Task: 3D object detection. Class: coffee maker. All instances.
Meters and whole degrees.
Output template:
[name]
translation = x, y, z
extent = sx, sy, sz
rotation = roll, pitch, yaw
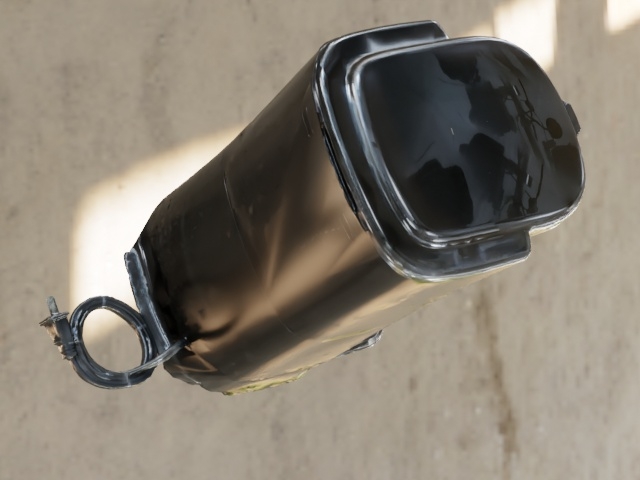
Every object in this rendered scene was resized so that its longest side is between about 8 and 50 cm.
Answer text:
[coffee maker]
translation = 0.000, 0.000, 0.606
extent = 0.120, 0.178, 0.171
rotation = 49, 55, -2
